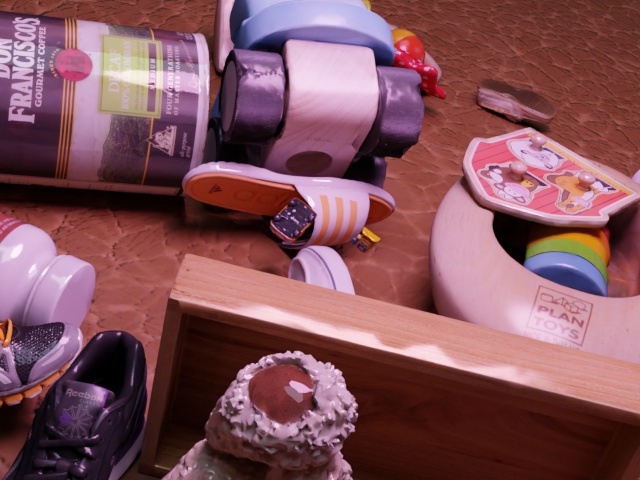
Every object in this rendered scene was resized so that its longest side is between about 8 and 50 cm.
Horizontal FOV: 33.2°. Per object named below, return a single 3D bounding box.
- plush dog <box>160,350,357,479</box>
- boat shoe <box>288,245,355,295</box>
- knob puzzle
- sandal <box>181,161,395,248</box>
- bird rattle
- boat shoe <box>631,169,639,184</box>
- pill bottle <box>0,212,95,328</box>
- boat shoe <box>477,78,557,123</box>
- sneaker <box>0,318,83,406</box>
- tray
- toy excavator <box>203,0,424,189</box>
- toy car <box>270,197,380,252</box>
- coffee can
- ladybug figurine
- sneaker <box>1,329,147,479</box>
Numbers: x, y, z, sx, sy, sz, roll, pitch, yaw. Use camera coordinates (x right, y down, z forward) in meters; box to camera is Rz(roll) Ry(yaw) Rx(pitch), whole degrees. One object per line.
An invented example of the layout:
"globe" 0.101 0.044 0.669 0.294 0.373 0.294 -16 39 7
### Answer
"plush dog" -0.029 0.249 0.813 0.262 0.210 0.225 -44 74 -11
"boat shoe" -0.011 0.092 1.096 0.084 0.095 0.258 8 33 -18
"knob puzzle" 0.245 -0.074 1.204 0.213 0.030 0.213 9 34 -6
"sandal" -0.037 -0.027 1.262 0.265 0.102 0.076 7 62 -25
"bird rattle" 0.119 -0.300 1.699 0.253 0.143 0.207 38 24 27
"boat shoe" 0.572 -0.033 1.507 0.335 0.121 0.119 20 25 -12
"pill bottle" -0.336 0.027 1.040 0.216 0.121 0.121 20 34 9
"boat shoe" 0.311 -0.214 1.709 0.135 0.045 0.050 29 46 24
"sneaker" -0.316 0.098 0.935 0.214 0.083 0.084 -10 23 -12
"tray" 0.062 0.156 0.932 0.411 0.203 0.076 15 34 0
"toy excavator" -0.048 -0.241 1.420 0.222 0.433 0.445 4 63 -16
"toy car" 0.000 0.000 1.202 0.122 0.040 0.060 26 49 -7
"coffee can" -0.283 -0.159 1.259 0.275 0.201 0.201 4 35 -17
"ladybug figurine" 0.261 0.055 1.193 0.305 0.162 0.449 20 33 10
"sneaker" -0.213 0.179 0.863 0.107 0.124 0.283 15 34 0
